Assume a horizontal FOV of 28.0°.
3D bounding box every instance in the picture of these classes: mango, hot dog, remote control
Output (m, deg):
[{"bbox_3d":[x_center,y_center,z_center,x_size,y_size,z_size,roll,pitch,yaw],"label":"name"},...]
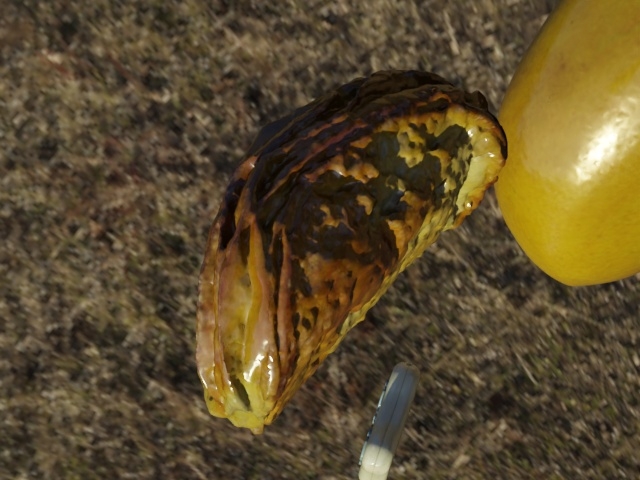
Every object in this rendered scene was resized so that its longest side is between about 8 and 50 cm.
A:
[{"bbox_3d":[0.337,-0.142,1.200,0.445,0.300,0.232,-52,35,25],"label":"mango"},{"bbox_3d":[-0.001,-0.003,0.787,0.114,0.175,0.259,41,57,11],"label":"hot dog"},{"bbox_3d":[0.067,0.182,1.272,0.032,0.074,0.122,18,57,8],"label":"remote control"}]
